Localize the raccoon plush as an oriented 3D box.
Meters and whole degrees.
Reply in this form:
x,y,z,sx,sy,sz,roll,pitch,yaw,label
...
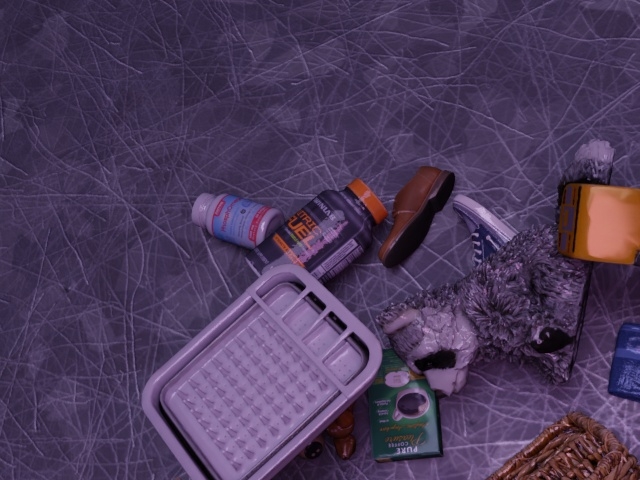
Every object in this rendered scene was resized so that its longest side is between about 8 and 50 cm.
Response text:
x,y,z,sx,sy,sz,roll,pitch,yaw,label
0.275,0.041,1.529,0.299,0.216,0.446,11,60,19,raccoon plush

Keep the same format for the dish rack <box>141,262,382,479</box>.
x,y,z,sx,sy,sz,roll,pitch,yaw,label
-0.085,0.217,1.456,0.333,0.072,0.285,-41,49,-8,dish rack

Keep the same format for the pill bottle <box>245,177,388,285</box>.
x,y,z,sx,sy,sz,roll,pitch,yaw,label
0.000,0.000,1.677,0.246,0.130,0.130,-40,62,-3,pill bottle

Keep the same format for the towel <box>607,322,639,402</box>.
x,y,z,sx,sy,sz,roll,pitch,yaw,label
0.488,0.188,1.497,0.067,0.029,0.119,10,71,22,towel

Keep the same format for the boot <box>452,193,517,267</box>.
x,y,z,sx,sy,sz,roll,pitch,yaw,label
0.276,0.006,1.619,0.190,0.069,0.086,41,87,24,boot

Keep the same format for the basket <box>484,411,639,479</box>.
x,y,z,sx,sy,sz,roll,pitch,yaw,label
0.314,0.388,1.361,0.299,0.213,0.223,-37,62,-1,basket

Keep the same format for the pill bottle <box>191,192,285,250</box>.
x,y,z,sx,sy,sz,roll,pitch,yaw,label
-0.152,-0.036,1.764,0.160,0.087,0.087,17,74,23,pill bottle

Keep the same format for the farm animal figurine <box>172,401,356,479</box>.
x,y,z,sx,sy,sz,roll,pitch,yaw,label
-0.085,0.294,1.563,0.330,0.172,0.326,-28,48,5,farm animal figurine

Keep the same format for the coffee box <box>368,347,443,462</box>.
x,y,z,sx,sy,sz,roll,pitch,yaw,label
0.136,0.265,1.569,0.113,0.040,0.184,-10,64,13,coffee box

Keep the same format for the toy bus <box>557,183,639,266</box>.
x,y,z,sx,sy,sz,roll,pitch,yaw,label
0.509,-0.011,1.328,0.333,0.130,0.108,5,92,-1,toy bus

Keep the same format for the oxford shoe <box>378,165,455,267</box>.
x,y,z,sx,sy,sz,roll,pitch,yaw,label
0.152,-0.042,1.682,0.076,0.076,0.212,24,65,27,oxford shoe
